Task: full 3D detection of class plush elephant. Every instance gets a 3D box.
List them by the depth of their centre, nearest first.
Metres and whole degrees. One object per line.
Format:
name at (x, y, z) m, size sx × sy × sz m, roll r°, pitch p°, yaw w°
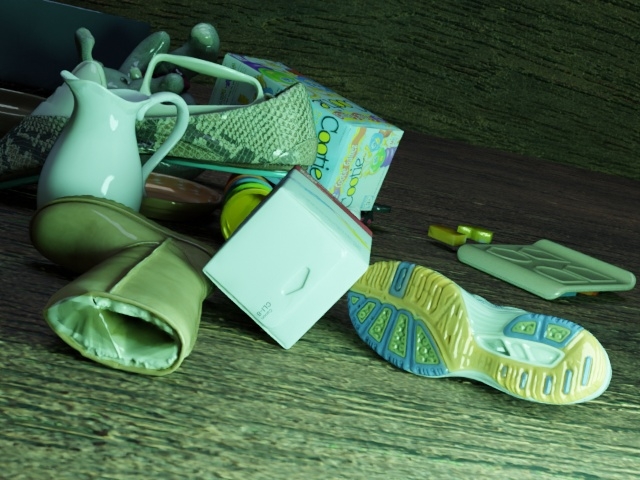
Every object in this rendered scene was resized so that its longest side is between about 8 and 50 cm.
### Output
plush elephant at (-0.301, -0.229, 1.713) m, size 0.329 × 0.272 × 0.255 m, roll -14°, pitch -4°, yaw 6°

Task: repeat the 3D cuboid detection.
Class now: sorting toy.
sorting toy at (0.339, 0.036, 1.704) m, size 0.229 × 0.041 × 0.307 m, roll -4°, pitch 21°, yaw -41°

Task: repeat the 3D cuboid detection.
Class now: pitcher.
pitcher at (-0.254, -0.092, 1.257) m, size 0.177 × 0.207 × 0.125 m, roll 4°, pitch 16°, yaw -37°

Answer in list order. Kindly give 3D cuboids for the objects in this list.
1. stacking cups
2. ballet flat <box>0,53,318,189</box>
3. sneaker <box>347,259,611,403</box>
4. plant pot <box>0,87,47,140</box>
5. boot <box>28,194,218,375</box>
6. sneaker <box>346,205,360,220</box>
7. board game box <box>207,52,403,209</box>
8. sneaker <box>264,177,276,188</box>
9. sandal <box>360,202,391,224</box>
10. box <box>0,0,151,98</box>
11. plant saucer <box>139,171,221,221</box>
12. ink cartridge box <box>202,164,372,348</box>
stacking cups at (-0.103, -0.051, 1.537) m, size 0.096 × 0.096 × 0.316 m, roll 12°, pitch 9°, yaw -7°
ballet flat at (-0.245, -0.169, 1.429) m, size 0.482 × 0.182 × 0.164 m, roll -3°, pitch 8°, yaw -5°
sneaker at (0.168, 0.111, 1.104) m, size 0.296 × 0.112 × 0.131 m, roll 22°, pitch -2°, yaw 28°
plant pot at (-0.496, -0.165, 1.554) m, size 0.237 × 0.110 × 0.237 m, roll 12°, pitch 14°, yaw -3°
boot at (-0.220, 0.034, 1.025) m, size 0.236 × 0.089 × 0.269 m, roll 13°, pitch 14°, yaw 2°
sneaker at (0.000, 0.000, 1.406) m, size 0.104 × 0.095 × 0.236 m, roll 7°, pitch 8°, yaw 2°
board game box at (-0.034, -0.169, 1.595) m, size 0.275 × 0.144 × 0.142 m, roll 34°, pitch 21°, yaw 32°
sneaker at (-0.046, -0.087, 1.714) m, size 0.221 × 0.087 × 0.083 m, roll 20°, pitch 19°, yaw 11°
sandal at (0.062, -0.050, 1.800) m, size 0.067 × 0.040 × 0.179 m, roll 11°, pitch -3°, yaw -33°
box at (-0.535, -0.373, 2.111) m, size 0.343 × 0.179 × 0.312 m, roll 11°, pitch -3°, yaw -9°
plant saucer at (-0.251, -0.068, 1.546) m, size 0.199 × 0.037 × 0.200 m, roll 13°, pitch 12°, yaw -3°
ink cartridge box at (-0.030, 0.012, 1.121) m, size 0.127 × 0.128 × 0.176 m, roll 43°, pitch 11°, yaw -5°
